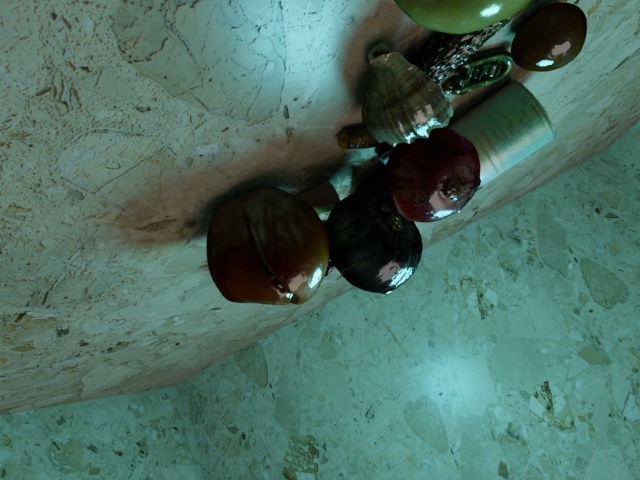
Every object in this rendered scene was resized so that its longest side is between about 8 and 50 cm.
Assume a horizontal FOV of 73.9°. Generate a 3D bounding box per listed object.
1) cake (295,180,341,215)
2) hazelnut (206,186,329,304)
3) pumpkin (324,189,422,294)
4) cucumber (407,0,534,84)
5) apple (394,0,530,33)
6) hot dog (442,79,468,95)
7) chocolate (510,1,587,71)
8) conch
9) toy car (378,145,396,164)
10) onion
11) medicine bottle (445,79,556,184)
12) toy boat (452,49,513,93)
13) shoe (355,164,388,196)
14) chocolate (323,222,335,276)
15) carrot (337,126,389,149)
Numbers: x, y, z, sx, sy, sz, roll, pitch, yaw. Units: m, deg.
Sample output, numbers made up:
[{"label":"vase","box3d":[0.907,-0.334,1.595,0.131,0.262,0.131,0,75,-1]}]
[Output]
[{"label":"cake","box3d":[-0.045,-0.126,1.405,0.225,0.090,0.109,-11,166,7]},{"label":"hazelnut","box3d":[-0.151,0.023,1.217,0.372,0.315,0.373,-2,120,-4]},{"label":"pumpkin","box3d":[0.158,0.005,1.303,0.241,0.323,0.323,-37,161,35]},{"label":"cucumber","box3d":[0.353,-0.482,0.921,0.359,0.096,0.096,-39,160,25]},{"label":"apple","box3d":[0.219,-0.429,0.593,0.262,0.262,0.262,-26,163,-9]},{"label":"hot dog","box3d":[0.392,-0.433,1.210,0.122,0.037,0.049,-19,157,-32]},{"label":"chocolate","box3d":[0.576,-0.507,1.085,0.176,0.177,0.177,-26,163,-9]},{"label":"conch","box3d":[0.176,-0.302,0.986,0.159,0.210,0.291,-50,144,11]},{"label":"toy car","box3d":[0.289,-0.289,1.337,0.209,0.108,0.089,-32,162,12]},{"label":"onion","box3d":[0.314,-0.182,1.194,0.276,0.276,0.276,-26,163,-9]},{"label":"medicine bottle","box3d":[0.528,-0.313,1.427,0.406,0.236,0.235,-36,162,19]},{"label":"toy boat","box3d":[0.446,-0.465,1.165,0.210,0.052,0.104,-21,143,-22]},{"label":"shoe","box3d":[0.258,-0.150,1.578,0.237,0.171,0.384,-36,161,1]},{"label":"chocolate","box3d":[0.000,0.000,1.737,0.224,0.206,0.177,-42,116,11]},{"label":"carrot","box3d":[0.164,-0.299,1.192,0.260,0.070,0.070,-16,159,-30]}]
